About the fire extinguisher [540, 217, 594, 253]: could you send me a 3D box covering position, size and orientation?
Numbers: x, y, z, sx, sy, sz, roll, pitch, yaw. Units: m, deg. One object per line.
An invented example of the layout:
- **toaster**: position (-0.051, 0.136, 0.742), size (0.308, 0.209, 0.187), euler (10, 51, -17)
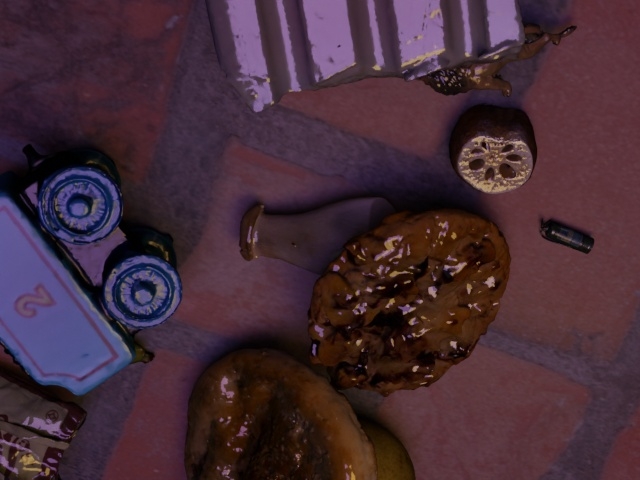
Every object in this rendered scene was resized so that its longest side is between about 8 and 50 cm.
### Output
- **fire extinguisher**: position (0.343, -0.006, 1.379), size (0.083, 0.025, 0.038), euler (23, 135, -8)

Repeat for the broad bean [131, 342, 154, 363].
- **broad bean**: position (-0.348, 0.144, 1.447), size (0.213, 0.070, 0.048), euler (18, 137, -15)

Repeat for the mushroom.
- **mushroom**: position (0.000, 0.000, 1.364), size (0.225, 0.093, 0.116), euler (-4, 95, 13)

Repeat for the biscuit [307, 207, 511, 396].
- **biscuit**: position (0.124, 0.099, 1.346), size (0.289, 0.081, 0.334), euler (0, 129, -23)

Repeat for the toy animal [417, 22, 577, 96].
- **toy animal**: position (0.232, -0.230, 1.255), size (0.219, 0.069, 0.086), euler (-23, 144, -4)

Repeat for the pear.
- **pear**: position (0.047, 0.373, 1.465), size (0.197, 0.197, 0.197), euler (1, 113, 2)

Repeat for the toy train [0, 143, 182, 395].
- **toy train**: position (-0.347, 0.030, 1.308), size (0.265, 0.188, 0.300), euler (-34, 110, -2)

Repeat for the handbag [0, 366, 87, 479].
- **handbag**: position (-0.487, 0.295, 1.474), size (0.235, 0.127, 0.213), euler (26, 98, 16)

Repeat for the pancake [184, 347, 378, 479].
- **pancake**: position (-0.081, 0.342, 1.411), size (0.386, 0.082, 0.387), euler (3, 95, 43)

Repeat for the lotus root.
- **lotus root**: position (0.234, -0.116, 1.312), size (0.122, 0.081, 0.112), euler (7, 121, -1)

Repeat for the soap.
- **soap**: position (0.024, -0.405, 1.117), size (0.350, 0.213, 0.435), euler (-9, 113, 8)
